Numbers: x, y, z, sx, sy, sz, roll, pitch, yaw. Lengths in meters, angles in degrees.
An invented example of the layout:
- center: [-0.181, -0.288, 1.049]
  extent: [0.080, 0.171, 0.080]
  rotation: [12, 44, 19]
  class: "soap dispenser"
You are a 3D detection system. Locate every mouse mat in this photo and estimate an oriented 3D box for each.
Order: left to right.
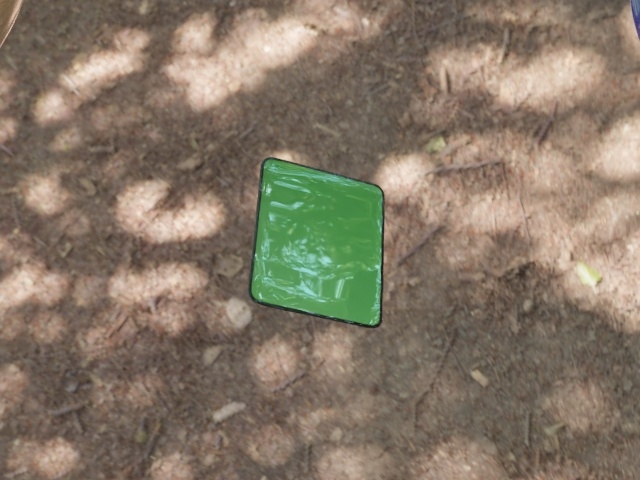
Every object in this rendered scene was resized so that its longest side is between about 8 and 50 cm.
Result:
- center: [0.000, 0.000, 1.015]
  extent: [0.152, 0.007, 0.190]
  rotation: [14, 58, -15]
  class: "mouse mat"

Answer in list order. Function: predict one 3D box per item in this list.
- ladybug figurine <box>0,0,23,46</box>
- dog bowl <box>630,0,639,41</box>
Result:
- center: [-0.219, -0.186, 0.326]
  extent: [0.161, 0.305, 0.449]
  rotation: [-6, 21, 2]
  class: "ladybug figurine"
- center: [0.440, -0.249, 0.915]
  extent: [0.265, 0.265, 0.104]
  rotation: [-63, 18, -16]
  class: "dog bowl"
